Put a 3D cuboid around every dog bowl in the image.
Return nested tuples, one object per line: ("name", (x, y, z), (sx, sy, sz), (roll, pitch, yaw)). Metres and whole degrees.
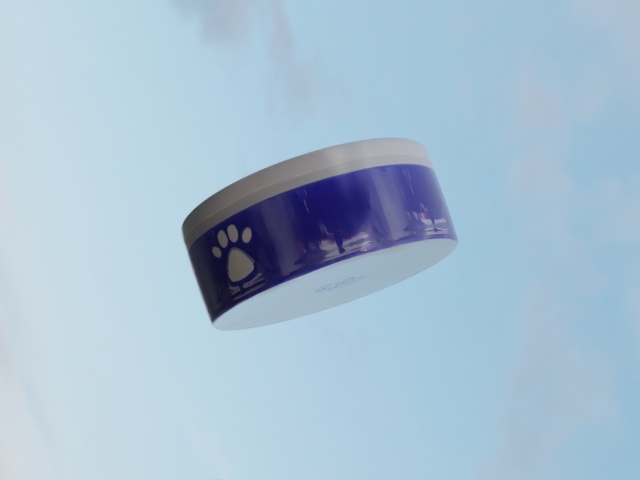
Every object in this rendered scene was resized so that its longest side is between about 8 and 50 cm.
("dog bowl", (0.000, 0.000, 0.880), (0.265, 0.264, 0.104), (-41, -115, 59))
